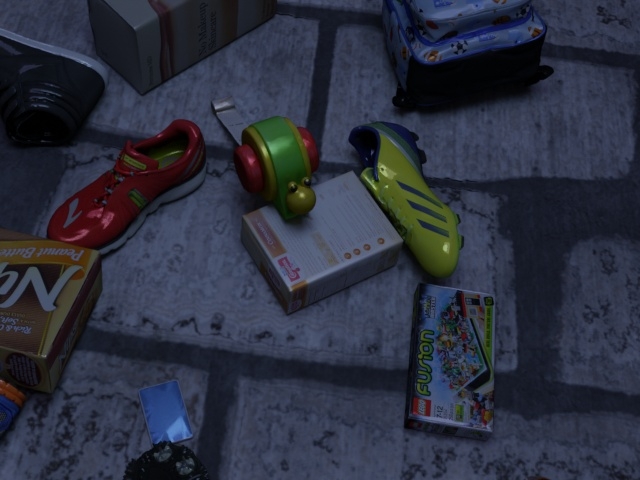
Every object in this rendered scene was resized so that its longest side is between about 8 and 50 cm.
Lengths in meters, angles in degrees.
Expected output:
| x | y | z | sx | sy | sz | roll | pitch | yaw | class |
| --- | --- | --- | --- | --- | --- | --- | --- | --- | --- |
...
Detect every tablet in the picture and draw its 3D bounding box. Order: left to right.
| x | y | z | sx | sy | sz | roll | pitch | yaw | class |
| --- | --- | --- | --- | --- | --- | --- | --- | --- | --- |
| -0.199 | 0.222 | 1.154 | 0.054 | 0.006 | 0.083 | -13 | 61 | -15 | tablet |

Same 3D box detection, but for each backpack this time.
| x | y | z | sx | sy | sz | roll | pitch | yaw | class |
| --- | --- | --- | --- | --- | --- | --- | --- | --- | --- |
| 0.218 | -0.375 | 1.481 | 0.276 | 0.213 | 0.263 | -12 | 49 | -11 | backpack |

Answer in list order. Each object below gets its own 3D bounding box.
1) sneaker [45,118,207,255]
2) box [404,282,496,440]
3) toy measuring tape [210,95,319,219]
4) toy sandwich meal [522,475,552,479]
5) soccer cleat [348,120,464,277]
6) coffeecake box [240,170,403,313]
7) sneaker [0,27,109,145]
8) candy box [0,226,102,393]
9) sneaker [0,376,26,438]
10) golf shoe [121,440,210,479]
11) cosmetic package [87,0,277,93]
| x | y | z | sx | sy | sz | roll | pitch | yaw | class |
| --- | --- | --- | --- | --- | --- | --- | --- | --- | --- |
| -0.278 | -0.085 | 1.274 | 0.107 | 0.118 | 0.279 | 39 | 61 | 17 | sneaker |
| 0.179 | 0.162 | 1.223 | 0.114 | 0.036 | 0.207 | 9 | 57 | -1 | box |
| -0.089 | -0.153 | 1.297 | 0.121 | 0.121 | 0.330 | -18 | 45 | -18 | toy measuring tape |
| 0.281 | 0.335 | 1.129 | 0.085 | 0.029 | 0.086 | 3 | 57 | -5 | toy sandwich meal |
| 0.117 | -0.060 | 1.315 | 0.121 | 0.093 | 0.289 | 3 | 49 | -27 | soccer cleat |
| 0.000 | 0.000 | 1.284 | 0.185 | 0.068 | 0.142 | -23 | 62 | -20 | coffeecake box |
| -0.481 | -0.232 | 1.349 | 0.295 | 0.105 | 0.147 | 12 | 52 | -4 | sneaker |
| -0.464 | 0.066 | 1.158 | 0.316 | 0.088 | 0.183 | 14 | 47 | 1 | candy box |
| -0.479 | 0.197 | 1.094 | 0.221 | 0.083 | 0.087 | 10 | 62 | 2 | sneaker |
| -0.143 | 0.347 | 1.033 | 0.105 | 0.120 | 0.273 | -32 | 44 | -17 | golf shoe |
| -0.217 | -0.388 | 1.457 | 0.296 | 0.153 | 0.129 | -38 | 68 | -25 | cosmetic package |
